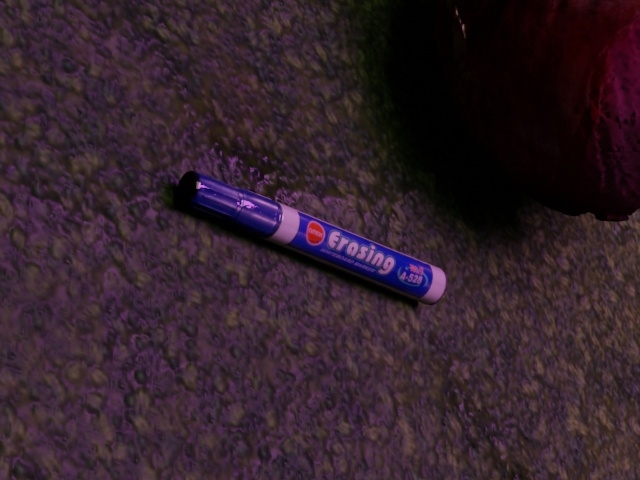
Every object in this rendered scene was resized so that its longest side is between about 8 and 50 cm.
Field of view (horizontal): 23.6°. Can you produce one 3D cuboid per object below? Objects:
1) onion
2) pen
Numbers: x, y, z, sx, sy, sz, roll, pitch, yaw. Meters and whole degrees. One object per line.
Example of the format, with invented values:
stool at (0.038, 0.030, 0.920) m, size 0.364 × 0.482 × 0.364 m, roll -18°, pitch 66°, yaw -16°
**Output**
onion at (0.205, -0.148, 1.004) m, size 0.276 × 0.276 × 0.276 m, roll 27°, pitch 51°, yaw -39°
pen at (0.000, 0.000, 0.874) m, size 0.204 × 0.025 × 0.025 m, roll 22°, pitch 54°, yaw -42°
